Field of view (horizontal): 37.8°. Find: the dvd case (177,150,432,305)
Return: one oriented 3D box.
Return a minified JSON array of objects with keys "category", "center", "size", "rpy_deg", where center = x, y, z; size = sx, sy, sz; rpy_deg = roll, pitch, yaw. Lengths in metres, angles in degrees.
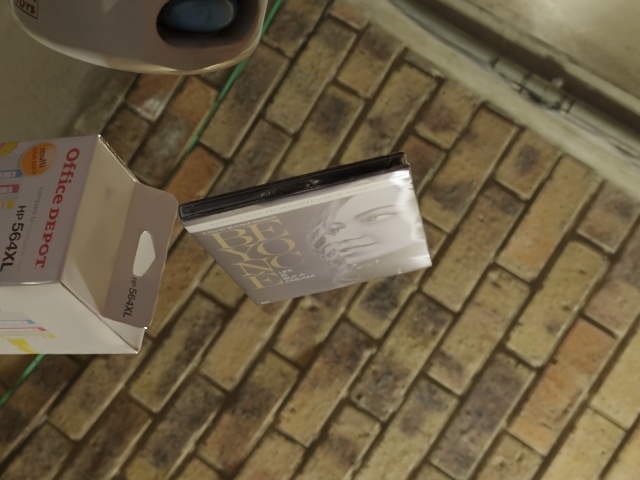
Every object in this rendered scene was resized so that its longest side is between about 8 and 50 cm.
[{"category":"dvd case","center":[0.000,0.000,0.741],"size":[0.164,0.018,0.221],"rpy_deg":[-13,158,6]}]

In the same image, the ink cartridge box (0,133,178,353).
[{"category":"ink cartridge box","center":[-0.157,0.005,0.517],"size":[0.090,0.143,0.092],"rpy_deg":[58,33,-56]}]

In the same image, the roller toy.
[{"category":"roller toy","center":[-0.133,-0.208,0.689],"size":[0.191,0.209,0.146],"rpy_deg":[-88,-170,-61]}]
